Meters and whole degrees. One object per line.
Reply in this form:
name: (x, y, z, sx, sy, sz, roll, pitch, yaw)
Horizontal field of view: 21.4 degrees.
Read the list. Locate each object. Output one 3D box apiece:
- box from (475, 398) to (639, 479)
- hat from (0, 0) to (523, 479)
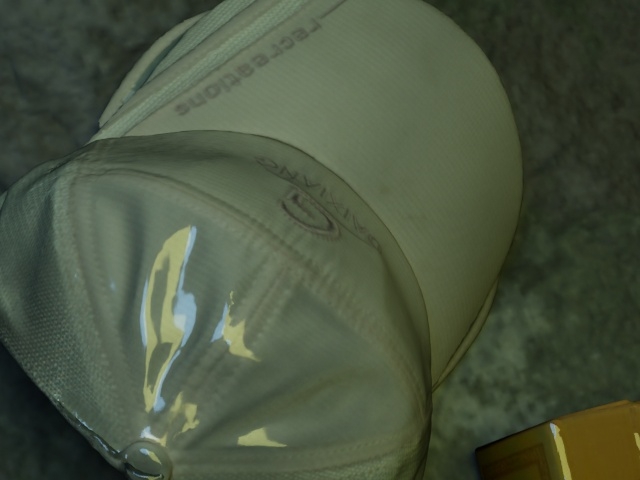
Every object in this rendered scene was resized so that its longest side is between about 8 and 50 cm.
box: (0.218, 0.146, 0.728, 0.274, 0.076, 0.174, -7, 74, -23)
hat: (0.000, 0.000, 0.661, 0.219, 0.164, 0.226, 39, 85, -7)
